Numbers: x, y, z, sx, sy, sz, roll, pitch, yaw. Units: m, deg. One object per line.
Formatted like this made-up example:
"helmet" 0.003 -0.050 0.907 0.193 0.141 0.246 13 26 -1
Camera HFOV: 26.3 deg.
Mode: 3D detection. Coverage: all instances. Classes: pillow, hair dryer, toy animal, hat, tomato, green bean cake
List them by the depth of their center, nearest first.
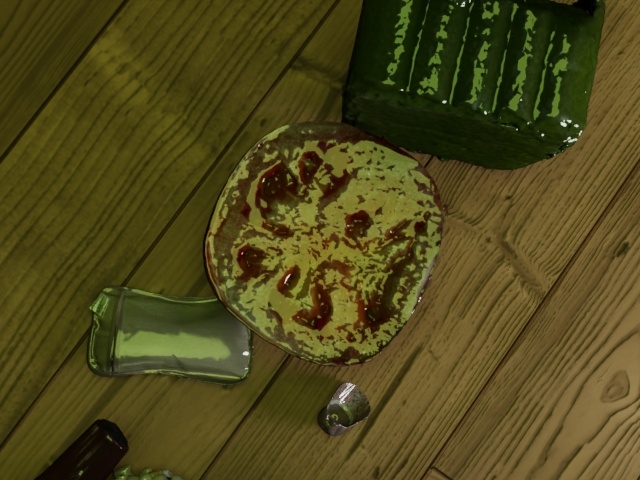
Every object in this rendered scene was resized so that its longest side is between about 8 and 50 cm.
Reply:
"hair dryer" -0.289 0.443 1.807 0.312 0.123 0.340 -43 97 7
"green bean cake" 0.194 -0.235 1.851 0.319 0.335 0.218 11 80 -4
"toy animal" -0.224 0.343 1.854 0.124 0.071 0.085 -4 79 -4
"tomato" 0.005 0.004 1.892 0.338 0.144 0.338 0 81 1
"hat" 0.029 0.240 1.908 0.058 0.042 0.087 45 47 -2
"pillow" -0.208 0.132 1.910 0.233 0.038 0.130 4 76 -3
